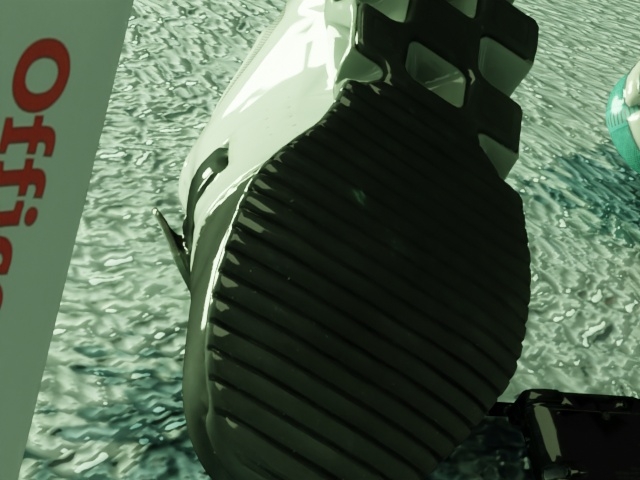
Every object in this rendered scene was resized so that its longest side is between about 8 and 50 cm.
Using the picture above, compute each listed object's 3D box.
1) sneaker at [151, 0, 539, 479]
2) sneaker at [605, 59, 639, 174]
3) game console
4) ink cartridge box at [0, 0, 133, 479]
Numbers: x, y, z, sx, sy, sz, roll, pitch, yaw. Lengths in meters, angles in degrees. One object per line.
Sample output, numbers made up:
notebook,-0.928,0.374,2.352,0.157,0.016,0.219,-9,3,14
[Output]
sneaker,0.000,0.000,0.765,0.122,0.146,0.330,37,39,-15
sneaker,0.228,-0.059,1.101,0.110,0.107,0.275,-21,-8,32
game console,0.117,0.092,0.724,0.122,0.071,0.107,5,52,-25
ink cartridge box,-0.196,0.007,0.436,0.278,0.201,0.117,-5,29,-46
